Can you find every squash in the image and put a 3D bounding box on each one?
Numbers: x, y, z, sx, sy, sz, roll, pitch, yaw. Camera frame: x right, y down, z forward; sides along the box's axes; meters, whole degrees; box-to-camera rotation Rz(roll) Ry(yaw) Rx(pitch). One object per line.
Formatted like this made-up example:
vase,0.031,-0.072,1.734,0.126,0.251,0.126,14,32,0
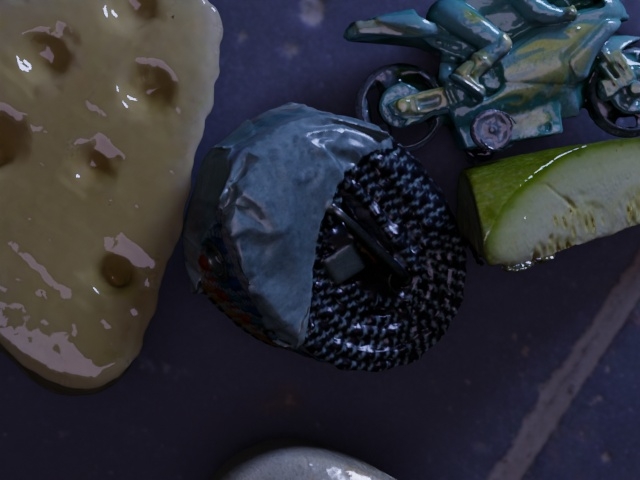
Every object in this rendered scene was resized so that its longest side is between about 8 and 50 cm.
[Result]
squash,0.255,-0.044,1.374,0.252,0.169,0.093,-9,100,-1

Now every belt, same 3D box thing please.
belt,0.000,0.000,1.350,0.257,0.150,0.207,43,74,-25

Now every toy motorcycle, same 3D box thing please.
toy motorcycle,0.172,-0.174,1.399,0.297,0.109,0.198,-10,91,-4

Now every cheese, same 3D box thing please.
cheese,-0.233,-0.096,1.350,0.384,0.104,0.383,2,79,-9

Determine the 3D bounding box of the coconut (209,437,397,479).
coconut,-0.010,0.304,1.345,0.245,0.247,0.244,0,93,-5
